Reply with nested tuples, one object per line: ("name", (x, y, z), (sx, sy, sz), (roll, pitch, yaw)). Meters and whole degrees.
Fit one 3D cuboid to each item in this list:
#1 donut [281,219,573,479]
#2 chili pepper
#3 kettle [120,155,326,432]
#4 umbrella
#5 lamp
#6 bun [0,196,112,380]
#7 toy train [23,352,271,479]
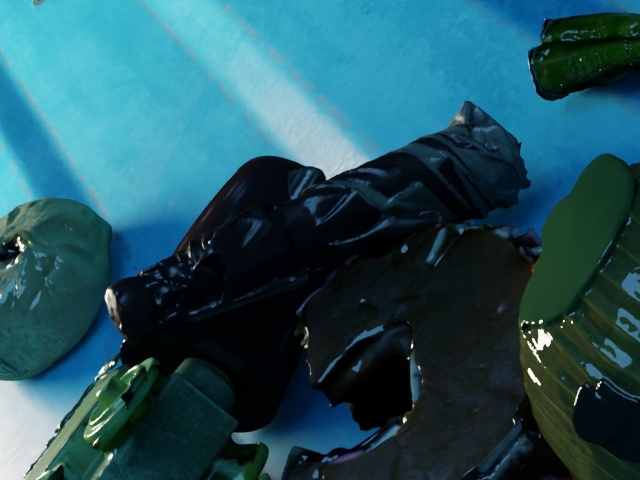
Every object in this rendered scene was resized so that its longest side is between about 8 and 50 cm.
("donut", (0.094, 0.125, 1.301), (0.259, 0.136, 0.345), (-30, 35, 22))
("chili pepper", (0.278, -0.165, 1.487), (0.227, 0.059, 0.088), (-6, 45, 46))
("kettle", (-0.071, 0.047, 1.619), (0.202, 0.144, 0.232), (-52, 10, 54))
("umbrella", (0.001, 0.005, 1.474), (0.358, 0.113, 0.106), (-24, 66, -10))
("lamp", (0.223, 0.082, 1.091), (0.284, 0.250, 0.250), (-59, 28, 14))
("bun", (-0.318, 0.041, 1.936), (0.221, 0.108, 0.221), (-32, 33, 24))
("toy train", (-0.167, 0.215, 1.462), (0.271, 0.159, 0.188), (-55, 11, -28))
